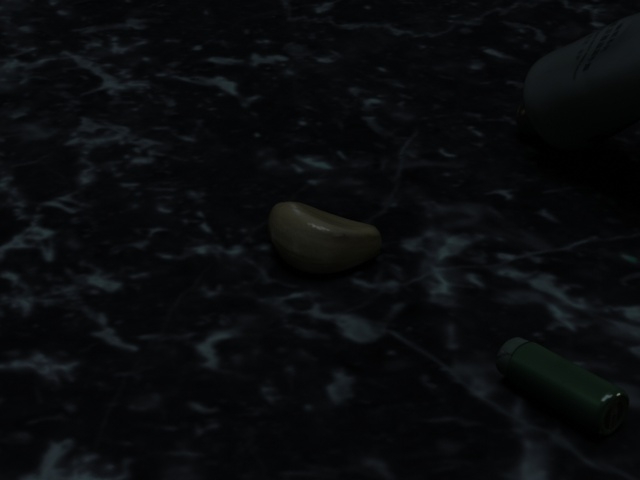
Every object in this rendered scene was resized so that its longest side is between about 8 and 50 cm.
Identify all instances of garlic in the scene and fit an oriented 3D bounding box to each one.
[{"bbox_3d":[0.000,-0.001,1.035,0.083,0.041,0.053,11,22,6],"label":"garlic"}]

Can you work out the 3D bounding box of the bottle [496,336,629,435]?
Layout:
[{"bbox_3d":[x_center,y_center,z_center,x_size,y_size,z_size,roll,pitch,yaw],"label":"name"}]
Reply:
[{"bbox_3d":[0.143,0.086,0.900,0.030,0.030,0.083,-28,40,-33],"label":"bottle"}]

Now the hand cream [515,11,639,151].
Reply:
[{"bbox_3d":[0.244,-0.137,1.038,0.124,0.078,0.341,-46,9,-32],"label":"hand cream"}]
